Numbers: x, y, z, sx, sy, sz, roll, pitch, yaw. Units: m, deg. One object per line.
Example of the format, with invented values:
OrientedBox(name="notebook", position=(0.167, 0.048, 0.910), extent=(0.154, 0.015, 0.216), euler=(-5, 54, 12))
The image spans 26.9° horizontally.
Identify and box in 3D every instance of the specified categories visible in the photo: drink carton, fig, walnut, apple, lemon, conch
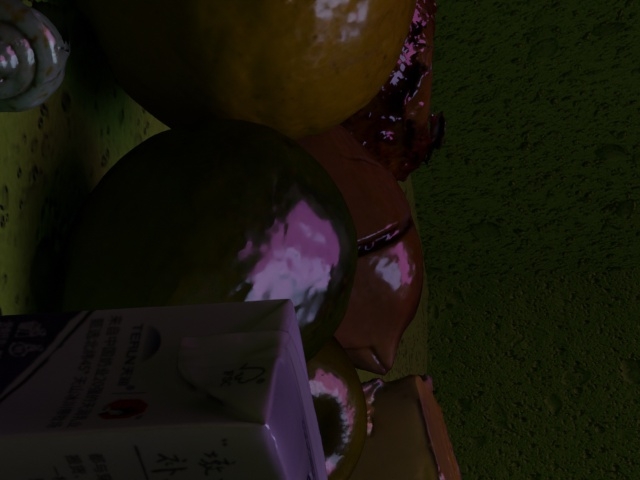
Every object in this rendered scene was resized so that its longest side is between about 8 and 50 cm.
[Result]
OrientedBox(name="drink carton", position=(-0.111, 0.112, 0.624), extent=(0.102, 0.222, 0.134), euler=(-78, 161, -59))
OrientedBox(name="fig", position=(-0.100, 0.049, 0.905), extent=(0.275, 0.206, 0.206), euler=(-53, 143, -43))
OrientedBox(name="walnut", position=(0.000, 0.000, 1.328), extent=(0.298, 0.203, 0.203), euler=(57, 2, 15))
OrientedBox(name="apple", position=(-0.051, 0.145, 1.090), extent=(0.196, 0.157, 0.196), euler=(-3, 94, -39))
OrientedBox(name="lemon", position=(-0.054, -0.223, 1.001), extent=(0.316, 0.285, 0.285), euler=(108, -14, -58))
OrientedBox(name="conch", position=(-0.186, -0.138, 0.773), extent=(0.170, 0.079, 0.105), euler=(-110, -164, -63))

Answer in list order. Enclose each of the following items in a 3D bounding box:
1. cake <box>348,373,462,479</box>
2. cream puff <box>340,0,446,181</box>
OrientedBox(name="cake", position=(0.038, 0.270, 1.353), extent=(0.286, 0.222, 0.227), euler=(62, 11, -69))
OrientedBox(name="cream puff", position=(0.016, -0.214, 1.518), extent=(0.350, 0.229, 0.350), euler=(-3, 90, -89))
